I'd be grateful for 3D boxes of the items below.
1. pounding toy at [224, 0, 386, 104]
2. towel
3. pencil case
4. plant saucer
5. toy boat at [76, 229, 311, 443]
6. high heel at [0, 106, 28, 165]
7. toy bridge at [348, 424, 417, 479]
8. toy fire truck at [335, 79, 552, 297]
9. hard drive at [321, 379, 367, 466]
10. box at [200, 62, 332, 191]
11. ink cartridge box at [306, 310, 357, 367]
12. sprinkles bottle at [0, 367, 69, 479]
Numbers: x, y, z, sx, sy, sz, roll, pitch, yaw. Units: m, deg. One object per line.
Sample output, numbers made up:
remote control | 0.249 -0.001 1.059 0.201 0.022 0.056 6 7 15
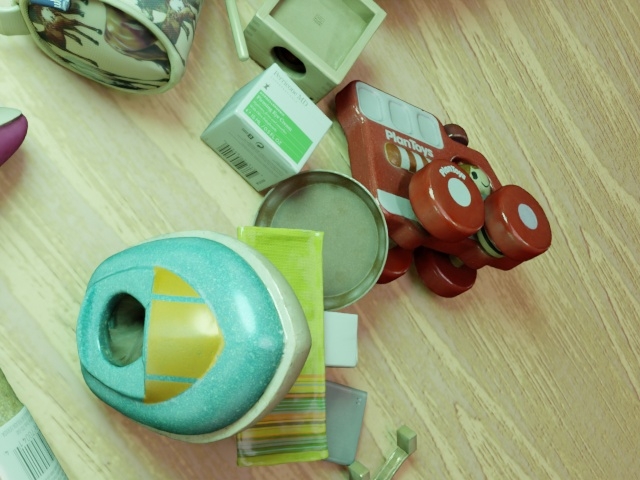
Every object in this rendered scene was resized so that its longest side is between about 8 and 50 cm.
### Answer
pounding toy | -0.057 -0.266 0.801 0.206 0.094 0.181 37 69 -14
towel | -0.038 0.105 0.663 0.102 0.021 0.237 4 81 -33
pencil case | -0.187 -0.370 0.679 0.183 0.160 0.410 17 74 -20
plant saucer | 0.000 0.000 0.777 0.029 0.168 0.169 -9 88 -73
toy boat | -0.133 0.147 0.576 0.148 0.267 0.318 11 76 -53
high heel | -0.389 0.029 0.547 0.377 0.127 0.181 -41 135 -35
toy bridge | 0.050 0.306 0.812 0.188 0.026 0.063 -27 126 -34
toy fire truck | 0.161 -0.075 0.887 0.302 0.169 0.254 14 57 -33
hard drive | -0.008 0.217 0.800 0.135 0.022 0.094 23 71 -29
box | -0.064 -0.129 0.764 0.101 0.102 0.087 43 61 -20
ink cartridge box | -0.047 0.109 0.736 0.150 0.109 0.063 10 77 -32
sprinkles bottle | -0.266 0.249 0.562 0.121 0.121 0.355 -31 100 -33
